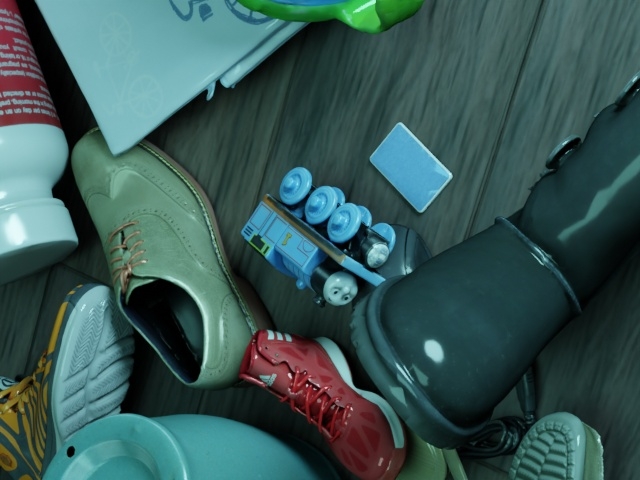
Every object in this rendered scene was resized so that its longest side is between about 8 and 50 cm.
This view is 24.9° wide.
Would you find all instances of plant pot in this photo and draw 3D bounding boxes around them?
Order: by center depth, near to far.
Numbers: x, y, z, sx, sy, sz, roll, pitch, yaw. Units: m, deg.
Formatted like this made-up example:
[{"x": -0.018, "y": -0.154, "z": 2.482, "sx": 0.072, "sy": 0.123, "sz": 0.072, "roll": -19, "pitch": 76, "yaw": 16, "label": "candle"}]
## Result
[{"x": -0.142, "y": 0.291, "z": 1.451, "sx": 0.272, "sy": 0.255, "sz": 0.271, "roll": -13, "pitch": 63, "yaw": 27, "label": "plant pot"}]

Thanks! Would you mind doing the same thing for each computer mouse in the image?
[{"x": 0.117, "y": 0.106, "z": 1.454, "sx": 0.184, "sy": 0.060, "sz": 0.262, "roll": -11, "pitch": 88, "yaw": 31, "label": "computer mouse"}]

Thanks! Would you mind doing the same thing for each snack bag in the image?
[{"x": -0.171, "y": -0.296, "z": 1.560, "sx": 0.342, "sy": 0.037, "sz": 0.323, "roll": -36, "pitch": 75, "yaw": 25, "label": "snack bag"}]

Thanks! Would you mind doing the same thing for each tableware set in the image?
[{"x": 0.122, "y": 0.259, "z": 1.447, "sx": 0.128, "sy": 0.039, "sz": 0.194, "roll": -23, "pitch": 88, "yaw": 48, "label": "tableware set"}]

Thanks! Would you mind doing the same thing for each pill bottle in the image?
[{"x": -0.425, "y": -0.154, "z": 1.652, "sx": 0.229, "sy": 0.229, "sz": 0.407, "roll": -27, "pitch": 80, "yaw": 28, "label": "pill bottle"}]

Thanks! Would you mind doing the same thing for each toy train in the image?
[{"x": 0.000, "y": 0.000, "z": 1.477, "sx": 0.105, "sy": 0.080, "sz": 0.184, "roll": -57, "pitch": 40, "yaw": 5, "label": "toy train"}]

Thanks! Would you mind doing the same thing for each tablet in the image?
[{"x": 0.092, "y": -0.075, "z": 1.488, "sx": 0.083, "sy": 0.006, "sz": 0.054, "roll": 48, "pitch": 114, "yaw": 20, "label": "tablet"}]

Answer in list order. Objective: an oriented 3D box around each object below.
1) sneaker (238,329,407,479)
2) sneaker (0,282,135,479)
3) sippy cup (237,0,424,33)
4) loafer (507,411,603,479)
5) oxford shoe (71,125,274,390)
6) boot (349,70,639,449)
[{"x": -0.012, "y": 0.165, "z": 1.448, "sx": 0.221, "sy": 0.128, "sz": 0.087, "roll": 44, "pitch": 113, "yaw": 51, "label": "sneaker"}, {"x": -0.319, "y": 0.170, "z": 1.645, "sx": 0.180, "sy": 0.125, "sz": 0.321, "roll": 26, "pitch": 120, "yaw": 28, "label": "sneaker"}, {"x": -0.011, "y": -0.354, "z": 1.354, "sx": 0.305, "sy": 0.224, "sz": 0.240, "roll": 23, "pitch": 75, "yaw": 4, "label": "sippy cup"}, {"x": 0.237, "y": 0.283, "z": 1.385, "sx": 0.094, "sy": 0.087, "sz": 0.251, "roll": 18, "pitch": 109, "yaw": 55, "label": "loafer"}, {"x": -0.180, "y": 0.011, "z": 1.577, "sx": 0.123, "sy": 0.130, "sz": 0.348, "roll": -45, "pitch": 72, "yaw": 24, "label": "oxford shoe"}, {"x": 0.250, "y": -0.043, "z": 1.189, "sx": 0.445, "sy": 0.367, "sz": 0.146, "roll": -41, "pitch": 89, "yaw": 20, "label": "boot"}]
